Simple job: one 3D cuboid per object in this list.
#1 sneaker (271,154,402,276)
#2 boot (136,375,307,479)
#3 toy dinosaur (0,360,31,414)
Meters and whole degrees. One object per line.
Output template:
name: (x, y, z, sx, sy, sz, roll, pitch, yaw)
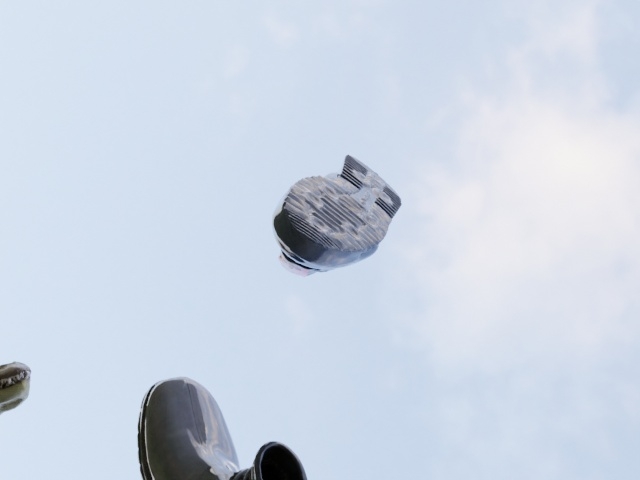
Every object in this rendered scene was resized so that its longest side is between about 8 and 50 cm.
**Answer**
sneaker: (0.000, 0.000, 1.582, 0.112, 0.319, 0.131, 43, -72, 5)
boot: (-0.086, 0.257, 1.527, 0.222, 0.118, 0.338, -51, -132, 47)
toy dinosaur: (-0.266, 0.151, 0.805, 0.118, 0.268, 0.064, 51, -42, 23)
